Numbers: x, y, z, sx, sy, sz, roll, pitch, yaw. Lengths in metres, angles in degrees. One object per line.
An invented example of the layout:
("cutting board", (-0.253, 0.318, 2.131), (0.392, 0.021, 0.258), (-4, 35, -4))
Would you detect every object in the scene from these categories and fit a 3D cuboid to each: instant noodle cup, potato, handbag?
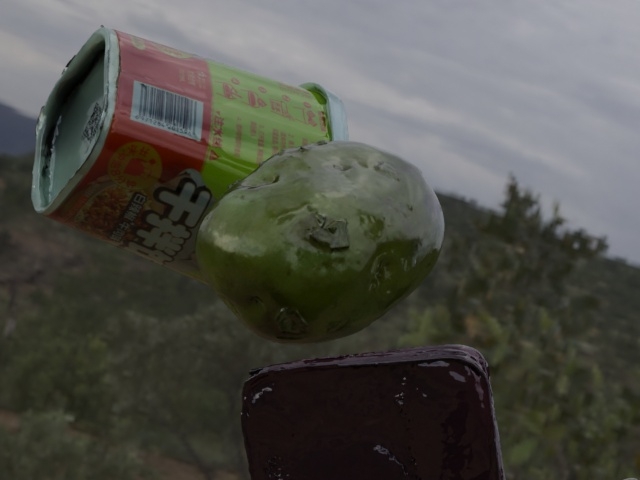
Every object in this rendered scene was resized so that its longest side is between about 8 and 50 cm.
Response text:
("instant noodle cup", (-0.161, -0.095, 1.591), (0.308, 0.293, 0.294), (20, -2, -29))
("potato", (0.000, 0.000, 1.199), (0.253, 0.148, 0.186), (-12, 34, -36))
("handbag", (0.047, 0.193, 1.053), (0.203, 0.216, 0.074), (-9, 1, 16))

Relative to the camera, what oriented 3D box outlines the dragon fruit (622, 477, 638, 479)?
("dragon fruit", (0.544, 0.399, 1.810), (0.307, 0.243, 0.227), (-27, -65, 41))
